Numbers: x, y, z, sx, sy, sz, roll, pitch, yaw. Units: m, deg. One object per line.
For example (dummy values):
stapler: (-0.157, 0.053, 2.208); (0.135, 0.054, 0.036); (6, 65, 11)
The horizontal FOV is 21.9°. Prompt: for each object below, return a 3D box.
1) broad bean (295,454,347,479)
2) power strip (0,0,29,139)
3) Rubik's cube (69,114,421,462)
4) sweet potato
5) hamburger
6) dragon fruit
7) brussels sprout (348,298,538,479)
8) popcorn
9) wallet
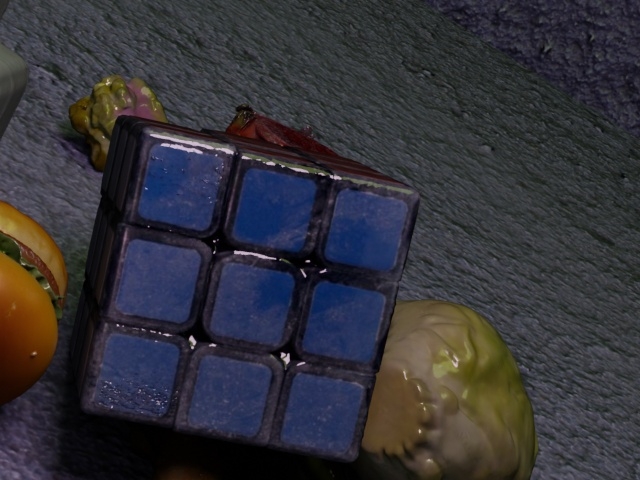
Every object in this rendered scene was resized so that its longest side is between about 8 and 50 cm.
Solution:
broad bean: (-0.032, 0.214, 1.979); (0.046, 0.065, 0.254); (-25, 56, -14)
power strip: (-0.472, -0.249, 2.090); (0.229, 0.261, 0.141); (34, 26, 6)
Rubik's cube: (-0.097, 0.042, 1.784); (0.305, 0.301, 0.304); (13, 6, -11)
sweet potato: (-0.160, 0.274, 1.719); (0.112, 0.085, 0.286); (0, 38, 6)
hamburger: (-0.373, 0.077, 1.648); (0.246, 0.246, 0.170); (23, 38, -18)
dragon fruit: (-0.055, -0.101, 2.425); (0.282, 0.147, 0.211); (30, 26, -6)
brussels sprout: (0.122, 0.204, 1.940); (0.316, 0.243, 0.273); (50, 25, -45)
popcorn: (-0.275, -0.158, 2.314); (0.145, 0.126, 0.125); (45, 24, -48)
wallet: (-0.092, 0.240, 1.898); (0.146, 0.030, 0.285); (5, 35, -40)
